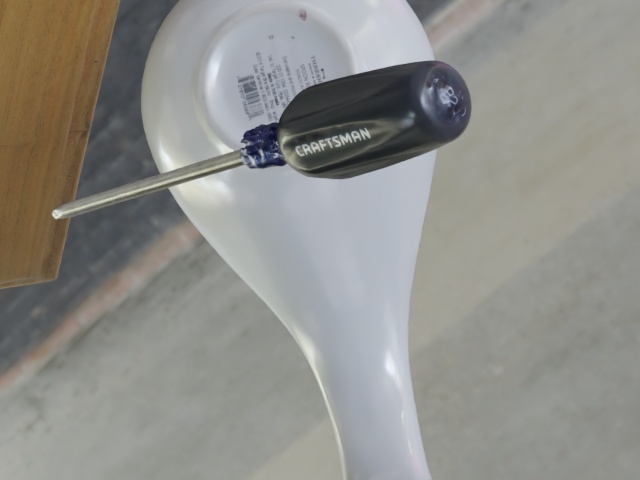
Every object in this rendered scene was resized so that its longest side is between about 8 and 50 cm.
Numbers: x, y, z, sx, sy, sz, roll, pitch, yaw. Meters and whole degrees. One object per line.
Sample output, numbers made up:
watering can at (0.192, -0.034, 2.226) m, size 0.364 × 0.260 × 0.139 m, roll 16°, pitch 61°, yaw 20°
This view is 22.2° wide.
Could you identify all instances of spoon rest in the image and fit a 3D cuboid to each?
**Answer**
spoon rest at (0.000, 0.000, 0.729) m, size 0.137 × 0.276 × 0.084 m, roll -14°, pitch -13°, yaw 5°

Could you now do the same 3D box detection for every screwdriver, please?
screwdriver at (-0.028, -0.021, 0.416) m, size 0.170 × 0.025 × 0.024 m, roll -8°, pitch 53°, yaw 46°

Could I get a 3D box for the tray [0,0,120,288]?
tray at (-0.225, -0.084, 0.878) m, size 0.203 × 0.076 × 0.411 m, roll -9°, pitch -25°, yaw -20°
